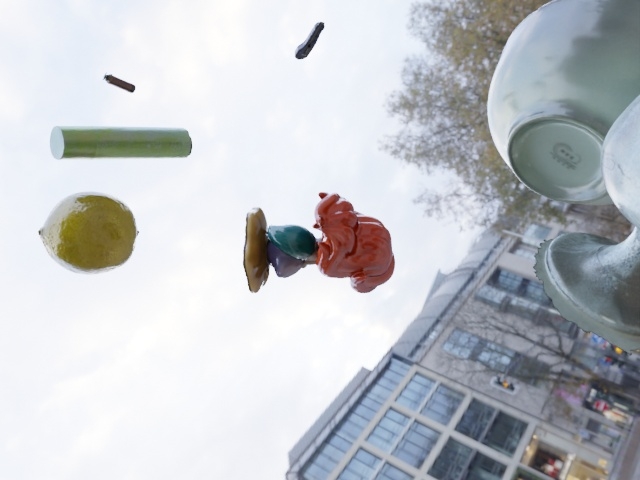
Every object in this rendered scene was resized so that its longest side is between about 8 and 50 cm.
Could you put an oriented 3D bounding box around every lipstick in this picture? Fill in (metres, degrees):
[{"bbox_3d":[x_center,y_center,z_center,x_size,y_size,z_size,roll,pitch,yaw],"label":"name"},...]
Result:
[{"bbox_3d":[-0.422,-0.213,1.292,0.304,0.076,0.076,-8,-65,-45],"label":"lipstick"}]

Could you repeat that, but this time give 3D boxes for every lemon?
[{"bbox_3d":[-0.485,-0.016,1.247,0.203,0.178,0.178,1,-72,-35],"label":"lemon"}]

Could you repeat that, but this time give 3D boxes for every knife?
[{"bbox_3d":[-0.023,-0.431,1.274,0.031,0.121,0.018,9,-119,-24],"label":"knife"}]

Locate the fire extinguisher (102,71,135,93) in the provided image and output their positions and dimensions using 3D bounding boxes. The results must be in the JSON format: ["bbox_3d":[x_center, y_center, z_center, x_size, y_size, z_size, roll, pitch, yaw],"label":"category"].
[{"bbox_3d":[-0.437,-0.343,1.283,0.083,0.028,0.022,14,-124,-59],"label":"fire extinguisher"}]

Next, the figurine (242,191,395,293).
[{"bbox_3d":[0.000,0.009,1.058,0.181,0.257,0.208,-75,-20,-64],"label":"figurine"}]

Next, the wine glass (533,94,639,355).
[{"bbox_3d":[0.430,-0.051,0.711,0.238,0.238,0.323,-38,-27,-44],"label":"wine glass"}]

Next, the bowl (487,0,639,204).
[{"bbox_3d":[0.412,-0.182,0.936,0.185,0.354,0.354,-52,-34,-27],"label":"bowl"}]
